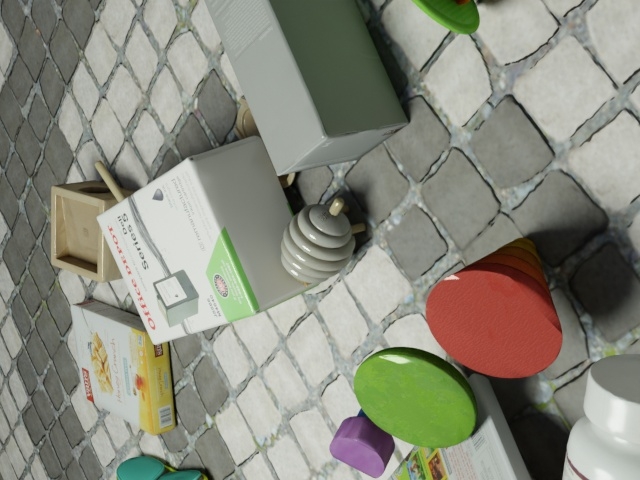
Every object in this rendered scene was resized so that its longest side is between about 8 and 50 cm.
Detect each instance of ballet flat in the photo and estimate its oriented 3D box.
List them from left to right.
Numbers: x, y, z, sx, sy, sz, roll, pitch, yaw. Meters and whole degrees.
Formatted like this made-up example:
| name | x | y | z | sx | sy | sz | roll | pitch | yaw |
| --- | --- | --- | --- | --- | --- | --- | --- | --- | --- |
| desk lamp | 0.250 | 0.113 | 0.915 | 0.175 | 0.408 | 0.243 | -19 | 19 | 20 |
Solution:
| name | x | y | z | sx | sy | sz | roll | pitch | yaw |
| --- | --- | --- | --- | --- | --- | --- | --- | --- | --- |
| ballet flat | -0.248 | 0.399 | 1.497 | 0.231 | 0.077 | 0.077 | -5 | 114 | 48 |

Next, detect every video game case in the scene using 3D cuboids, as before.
| name | x | y | z | sx | sy | sz | roll | pitch | yaw |
| --- | --- | --- | --- | --- | --- | --- | --- | --- | --- |
| video game case | 0.132 | 0.278 | 0.928 | 0.206 | 0.026 | 0.227 | -57 | 25 | 25 |

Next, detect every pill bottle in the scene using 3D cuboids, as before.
| name | x | y | z | sx | sy | sz | roll | pitch | yaw |
| --- | --- | --- | --- | --- | --- | --- | --- | --- | --- |
| pill bottle | 0.266 | 0.217 | 0.800 | 0.121 | 0.121 | 0.221 | 21 | 116 | 44 |

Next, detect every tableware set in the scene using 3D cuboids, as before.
| name | x | y | z | sx | sy | sz | roll | pitch | yaw |
| --- | --- | --- | --- | --- | --- | --- | --- | --- | --- |
| tableware set | -0.080 | -0.086 | 1.187 | 0.141 | 0.020 | 0.168 | 46 | 133 | 30 |

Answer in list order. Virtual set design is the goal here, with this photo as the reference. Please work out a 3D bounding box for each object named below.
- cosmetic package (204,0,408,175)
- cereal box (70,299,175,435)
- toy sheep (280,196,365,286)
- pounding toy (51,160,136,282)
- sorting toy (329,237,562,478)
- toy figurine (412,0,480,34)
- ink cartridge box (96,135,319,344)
| name | x | y | z | sx | sy | sz | roll | pitch | yaw |
| --- | --- | --- | --- | --- | --- | --- | --- | --- | --- |
| cosmetic package | -0.019 | -0.198 | 1.001 | 0.107 | 0.127 | 0.238 | -29 | 78 | 49 |
| cereal box | -0.324 | 0.202 | 1.538 | 0.240 | 0.047 | 0.173 | 10 | 109 | 47 |
| toy sheep | 0.000 | 0.000 | 1.068 | 0.091 | 0.091 | 0.132 | 46 | 132 | 30 |
| pounding toy | -0.304 | -0.035 | 1.416 | 0.206 | 0.094 | 0.181 | 15 | 108 | 36 |
| sorting toy | 0.123 | 0.111 | 0.949 | 0.127 | 0.126 | 0.365 | 34 | 136 | 0 |
| toy figurine | 0.141 | -0.295 | 0.823 | 0.159 | 0.130 | 0.173 | -41 | 45 | 33 |
| ink cartridge box | -0.150 | 0.009 | 1.203 | 0.273 | 0.115 | 0.198 | -22 | 92 | 52 |
